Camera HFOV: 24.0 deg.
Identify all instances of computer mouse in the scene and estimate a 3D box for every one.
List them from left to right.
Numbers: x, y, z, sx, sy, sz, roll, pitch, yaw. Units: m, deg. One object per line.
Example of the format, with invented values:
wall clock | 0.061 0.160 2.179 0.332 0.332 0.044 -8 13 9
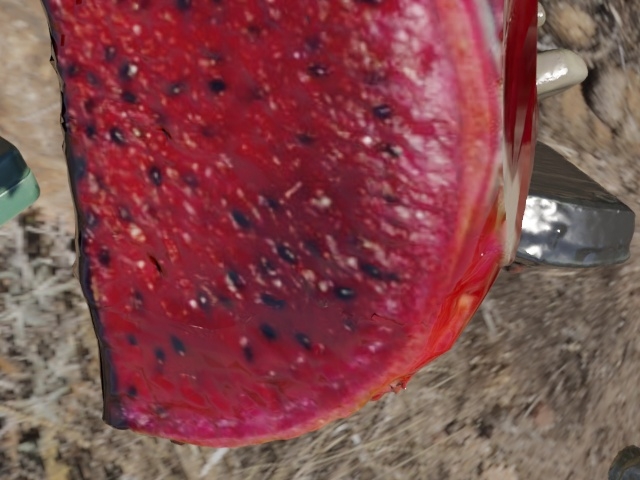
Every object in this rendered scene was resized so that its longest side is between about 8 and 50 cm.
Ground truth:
computer mouse | 0.163 -0.034 1.381 0.170 0.269 0.100 7 108 -16

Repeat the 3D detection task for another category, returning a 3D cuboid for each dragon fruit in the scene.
dragon fruit | -0.003 -0.052 0.448 0.189 0.163 0.262 33 133 43

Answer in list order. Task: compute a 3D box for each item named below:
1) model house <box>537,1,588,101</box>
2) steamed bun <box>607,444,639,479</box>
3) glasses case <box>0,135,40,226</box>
model house | 0.026 -0.133 0.910 0.229 0.122 0.188 -15 72 0
steamed bun | 0.386 0.304 1.371 0.295 0.292 0.137 25 74 7
glasses case | -0.255 -0.051 0.966 0.078 0.039 0.184 -37 38 -20
